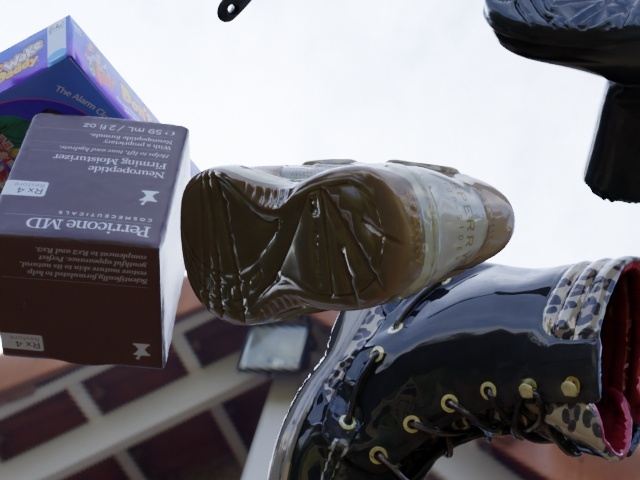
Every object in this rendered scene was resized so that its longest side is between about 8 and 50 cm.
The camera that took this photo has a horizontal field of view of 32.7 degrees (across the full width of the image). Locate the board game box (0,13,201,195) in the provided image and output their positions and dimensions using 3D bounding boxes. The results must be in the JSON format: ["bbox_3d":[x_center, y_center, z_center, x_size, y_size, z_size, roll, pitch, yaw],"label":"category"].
[{"bbox_3d":[-0.298,-0.079,1.322,0.233,0.078,0.347,-24,-43,12],"label":"board game box"}]

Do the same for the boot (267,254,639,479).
[{"bbox_3d":[0.125,0.161,0.960,0.284,0.377,0.138,-4,-41,39],"label":"boot"}]

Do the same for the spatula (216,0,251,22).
[{"bbox_3d":[-0.025,-0.368,1.248,0.030,0.296,0.084,30,-9,42],"label":"spatula"}]

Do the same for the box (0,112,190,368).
[{"bbox_3d":[-0.227,-0.002,1.114,0.168,0.203,0.167,5,-50,-1],"label":"box"}]

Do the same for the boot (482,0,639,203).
[{"bbox_3d":[0.239,-0.114,0.874,0.246,0.094,0.207,-6,-46,-10],"label":"boot"}]

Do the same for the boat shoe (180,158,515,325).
[{"bbox_3d":[0.000,0.000,0.808,0.110,0.121,0.341,-7,6,-32],"label":"boat shoe"}]
